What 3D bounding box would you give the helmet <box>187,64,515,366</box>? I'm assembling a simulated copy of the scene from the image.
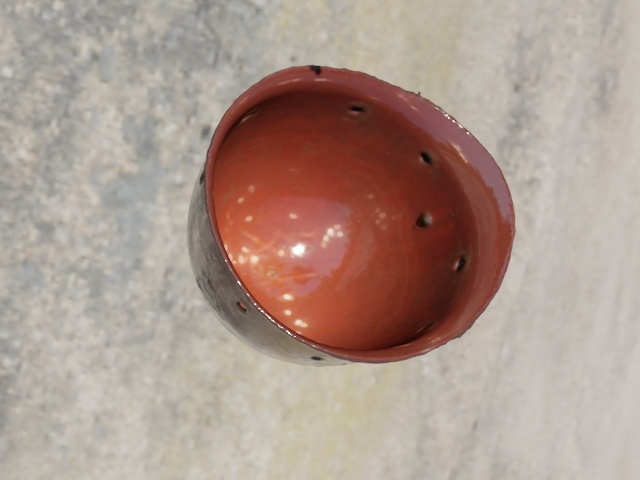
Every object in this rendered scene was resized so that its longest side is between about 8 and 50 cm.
[{"bbox_3d":[0.000,0.000,1.601,0.385,0.230,0.337,-13,77,-36],"label":"helmet"}]
